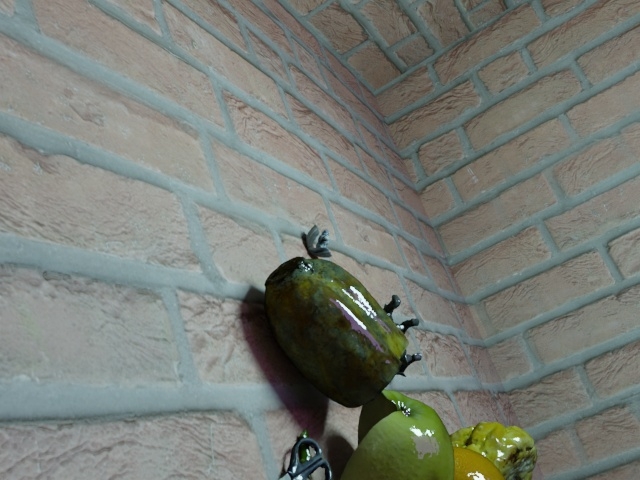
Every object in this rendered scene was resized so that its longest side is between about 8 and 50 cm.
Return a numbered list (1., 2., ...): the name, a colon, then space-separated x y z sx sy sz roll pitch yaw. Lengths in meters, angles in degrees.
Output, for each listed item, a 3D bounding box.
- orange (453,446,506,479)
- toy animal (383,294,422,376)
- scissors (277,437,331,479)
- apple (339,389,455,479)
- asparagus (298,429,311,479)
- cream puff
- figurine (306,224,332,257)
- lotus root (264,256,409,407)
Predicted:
1. orange: 0.339 0.651 1.611 0.274 0.274 0.274 49 24 -30
2. toy animal: 0.221 0.290 1.964 0.114 0.146 0.245 16 62 -23
3. scissors: -0.065 0.456 1.211 0.300 0.022 0.109 -6 65 -61
4. apple: 0.174 0.480 1.399 0.233 0.258 0.295 19 14 7
5. asparagus: -0.031 0.444 1.334 0.025 0.021 0.108 34 33 -38
6. cream puff: 0.460 0.655 1.893 0.324 0.257 0.291 21 88 -45
7. figurine: 0.000 0.000 1.892 0.082 0.094 0.086 15 73 -14
8. lotus root: 0.018 0.196 1.463 0.346 0.250 0.250 50 22 -8
